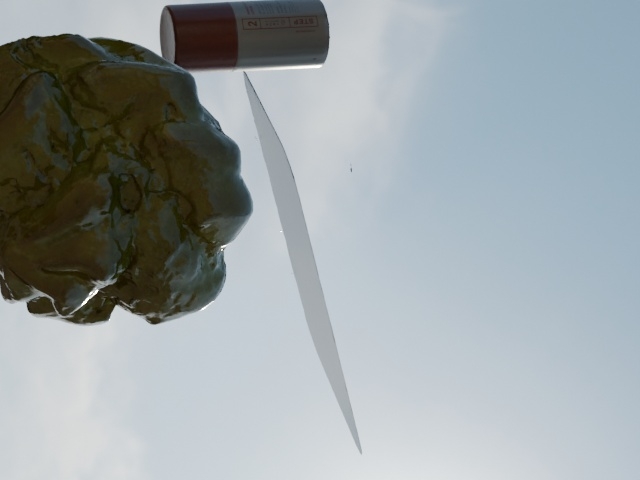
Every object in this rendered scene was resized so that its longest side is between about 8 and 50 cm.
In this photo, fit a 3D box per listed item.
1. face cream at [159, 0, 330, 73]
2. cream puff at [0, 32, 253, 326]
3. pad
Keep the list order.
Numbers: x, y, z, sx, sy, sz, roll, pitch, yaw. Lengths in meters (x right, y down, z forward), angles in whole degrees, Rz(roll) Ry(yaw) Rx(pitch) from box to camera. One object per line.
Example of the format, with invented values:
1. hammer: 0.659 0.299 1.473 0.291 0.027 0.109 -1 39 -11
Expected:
1. face cream: -0.103 -0.276 1.741 0.096 0.214 0.095 174 -90 -71
2. cream puff: -0.154 -0.034 0.858 0.195 0.195 0.221 -22 -77 54
3. pad: -0.001 0.000 1.351 0.315 0.063 0.375 -118 -168 -56
